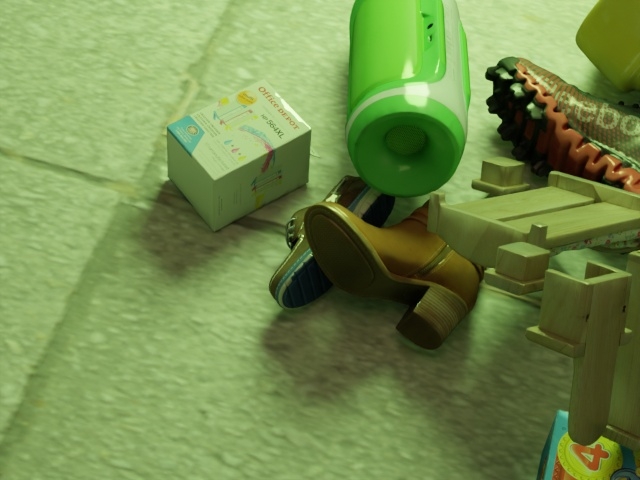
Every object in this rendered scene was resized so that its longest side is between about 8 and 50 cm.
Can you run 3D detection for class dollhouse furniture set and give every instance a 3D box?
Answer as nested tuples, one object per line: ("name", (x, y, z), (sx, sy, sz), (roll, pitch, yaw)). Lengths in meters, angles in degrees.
("dollhouse furniture set", (0.198, 0.053, 1.463), (0.303, 0.173, 0.356), (-10, 21, -41))

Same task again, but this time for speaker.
("speaker", (0.091, -0.177, 1.640), (0.131, 0.131, 0.296), (4, 39, -1))

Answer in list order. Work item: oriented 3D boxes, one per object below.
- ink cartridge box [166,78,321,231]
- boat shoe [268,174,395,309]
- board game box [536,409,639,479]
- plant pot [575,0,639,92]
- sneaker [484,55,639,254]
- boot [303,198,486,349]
("ink cartridge box", (-0.079, -0.095, 1.621), (0.143, 0.090, 0.092), (-30, 61, -23))
("boat shoe", (0.000, 0.000, 1.578), (0.066, 0.066, 0.183), (26, 53, 29))
("board game box", (0.322, 0.328, 1.335), (0.302, 0.086, 0.308), (13, 54, 5))
("plant pot", (0.450, -0.217, 1.668), (0.254, 0.254, 0.239), (-36, 79, -26))
("sneaker", (0.297, -0.109, 1.653), (0.135, 0.097, 0.276), (-31, 63, -24))
("boot", (0.082, 0.000, 1.547), (0.197, 0.073, 0.152), (46, 48, -12))
